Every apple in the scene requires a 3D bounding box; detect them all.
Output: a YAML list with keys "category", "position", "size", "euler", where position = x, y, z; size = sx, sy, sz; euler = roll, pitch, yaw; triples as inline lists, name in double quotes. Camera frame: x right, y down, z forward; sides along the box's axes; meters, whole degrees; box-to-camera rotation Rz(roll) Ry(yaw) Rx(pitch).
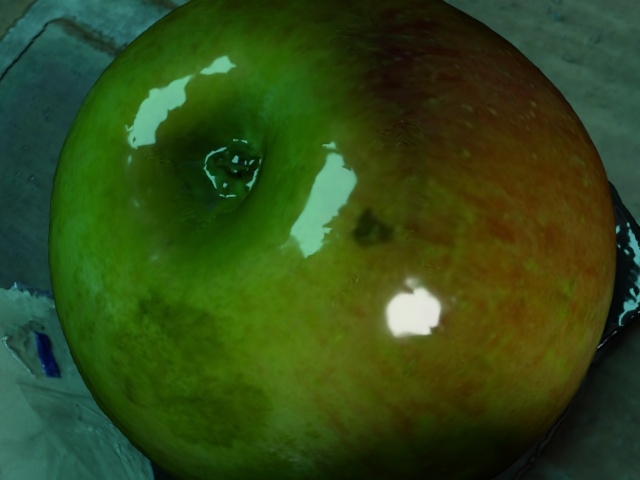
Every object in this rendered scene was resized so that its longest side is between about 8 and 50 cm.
- category: "apple"
  position: [0.000, 0.000, 0.829]
  size: [0.340, 0.339, 0.339]
  euler: [-11, 57, 18]

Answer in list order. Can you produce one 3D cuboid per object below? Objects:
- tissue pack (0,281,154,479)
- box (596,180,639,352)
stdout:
- category: "tissue pack"
  position: [-0.239, 0.179, 0.884]
  size: [0.269, 0.137, 0.209]
  euler: [-47, 59, 29]
- category: "box"
  position: [0.119, 0.015, 0.970]
  size: [0.201, 0.042, 0.212]
  euler: [-38, 54, 6]
